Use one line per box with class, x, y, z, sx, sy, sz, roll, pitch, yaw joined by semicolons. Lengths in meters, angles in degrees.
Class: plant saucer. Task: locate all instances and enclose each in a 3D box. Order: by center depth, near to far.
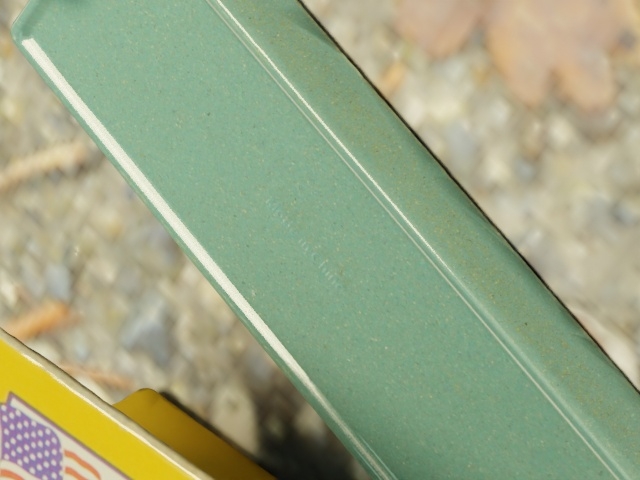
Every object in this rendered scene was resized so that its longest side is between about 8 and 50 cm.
plant saucer;0.000;0.000;0.418;0.192;0.018;0.067;49;127;9

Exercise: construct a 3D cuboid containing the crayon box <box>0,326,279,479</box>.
crayon box;-0.018;0.186;0.457;0.203;0.083;0.323;33;123;21
